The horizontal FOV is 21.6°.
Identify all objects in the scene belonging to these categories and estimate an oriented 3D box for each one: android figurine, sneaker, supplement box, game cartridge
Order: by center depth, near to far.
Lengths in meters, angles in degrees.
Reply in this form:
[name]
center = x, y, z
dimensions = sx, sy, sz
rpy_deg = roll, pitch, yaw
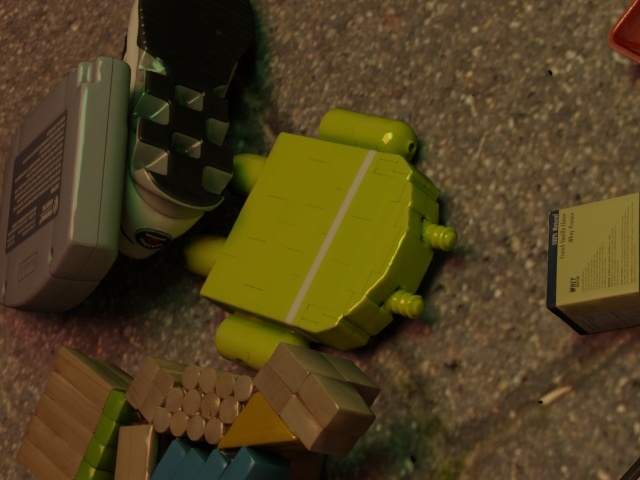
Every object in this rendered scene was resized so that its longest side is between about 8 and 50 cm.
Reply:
[supplement box]
center = 0.218, 0.018, 1.247
dimensions = 0.083, 0.056, 0.083
rpy_deg = -13, 58, 32
[android figurine]
center = 0.000, 0.000, 1.431
dimensions = 0.273, 0.056, 0.248
rpy_deg = 13, 73, 45
[game cartridge]
center = -0.242, -0.036, 1.544
dimensions = 0.297, 0.062, 0.198
rpy_deg = 156, 116, -64
[sneaker]
center = -0.150, -0.129, 1.569
dimensions = 0.146, 0.122, 0.330
rpy_deg = -46, 27, 45

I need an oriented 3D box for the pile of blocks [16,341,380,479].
[pile of blocks]
center = -0.085, 0.164, 1.331
dimensions = 0.362, 0.113, 0.149
rpy_deg = -5, 74, 43

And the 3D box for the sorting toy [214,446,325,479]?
[sorting toy]
center = -0.138, 0.232, 1.416
dimensions = 0.307, 0.041, 0.229
rpy_deg = -6, 62, 36

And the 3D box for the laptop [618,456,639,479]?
[laptop]
center = 0.429, 0.162, 0.843
dimensions = 0.382, 0.408, 0.236
rpy_deg = -52, 12, 15

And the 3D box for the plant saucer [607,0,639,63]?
[plant saucer]
center = 0.383, -0.194, 1.247
dimensions = 0.258, 0.048, 0.259
rpy_deg = -53, 45, 1
